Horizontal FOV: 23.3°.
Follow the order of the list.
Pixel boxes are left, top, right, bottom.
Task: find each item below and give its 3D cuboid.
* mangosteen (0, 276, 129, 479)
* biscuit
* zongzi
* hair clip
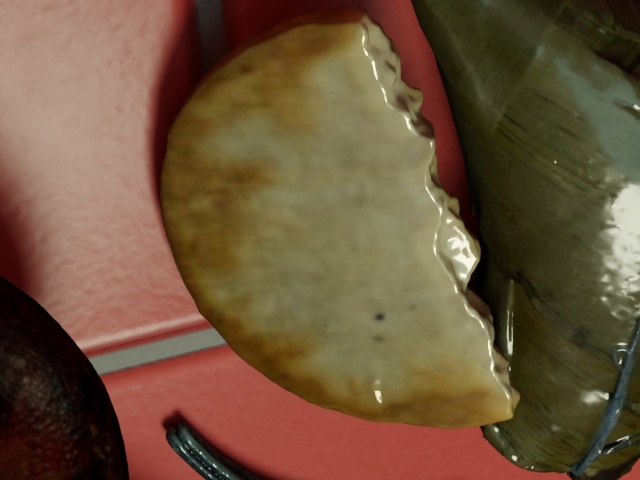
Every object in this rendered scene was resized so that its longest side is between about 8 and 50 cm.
[{"bbox_3d":[-0.278,0.153,0.932,0.306,0.359,0.306,2,84,-25],"label":"mangosteen"},{"bbox_3d":[0.000,0.000,1.007,0.204,0.040,0.309,-10,120,24],"label":"biscuit"},{"bbox_3d":[0.132,-0.022,1.041,0.392,0.174,0.356,21,119,-17],"label":"zongzi"},{"bbox_3d":[-0.006,0.202,1.181,0.275,0.048,0.083,23,113,-30],"label":"hair clip"}]
